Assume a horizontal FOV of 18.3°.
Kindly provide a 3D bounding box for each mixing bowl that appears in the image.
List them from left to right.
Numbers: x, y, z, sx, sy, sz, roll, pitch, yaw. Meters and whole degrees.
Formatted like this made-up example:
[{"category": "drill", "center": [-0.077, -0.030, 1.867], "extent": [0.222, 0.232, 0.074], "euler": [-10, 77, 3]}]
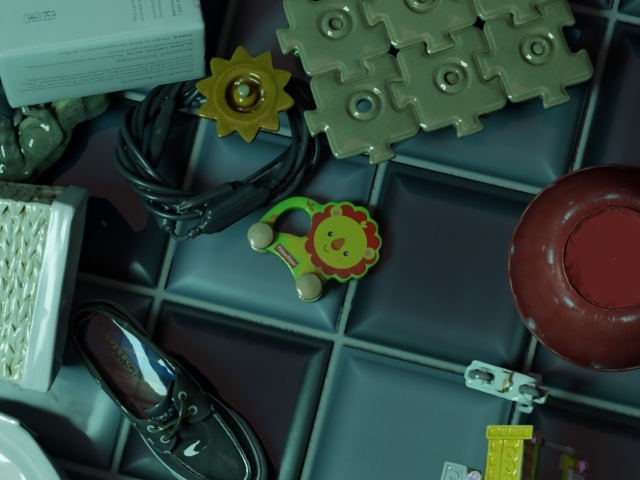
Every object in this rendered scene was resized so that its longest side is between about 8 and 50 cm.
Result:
[{"category": "mixing bowl", "center": [0.248, 0.019, 1.680], "extent": [0.181, 0.098, 0.181], "euler": [-1, 84, 6]}]

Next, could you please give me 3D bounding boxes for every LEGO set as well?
[{"category": "LEGO set", "center": [0.144, 0.253, 1.690], "extent": [0.132, 0.107, 0.287], "euler": [26, 93, 43]}]

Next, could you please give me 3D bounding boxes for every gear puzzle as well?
[{"category": "gear puzzle", "center": [0.058, -0.152, 1.729], "extent": [0.338, 0.044, 0.175], "euler": [-18, 75, -3]}]

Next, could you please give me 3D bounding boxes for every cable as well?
[{"category": "cable", "center": [-0.088, -0.089, 1.753], "extent": [0.184, 0.047, 0.150], "euler": [-34, 68, -10]}]

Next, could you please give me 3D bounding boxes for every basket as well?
[{"category": "basket", "center": [-0.266, 0.034, 1.711], "extent": [0.103, 0.113, 0.167], "euler": [9, 99, -2]}]

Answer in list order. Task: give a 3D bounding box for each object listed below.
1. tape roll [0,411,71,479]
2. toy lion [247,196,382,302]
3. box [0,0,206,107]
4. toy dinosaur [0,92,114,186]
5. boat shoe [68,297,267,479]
[{"category": "tape roll", "center": [-0.339, 0.276, 1.703], "extent": [0.286, 0.100, 0.286], "euler": [-1, 76, 2]}, {"category": "toy lion", "center": [0.000, 0.000, 1.747], "extent": [0.096, 0.034, 0.100], "euler": [-43, 81, -6]}, {"category": "box", "center": [-0.200, -0.229, 1.716], "extent": [0.181, 0.119, 0.181], "euler": [-9, 73, -6]}, {"category": "toy dinosaur", "center": [-0.296, -0.078, 1.774], "extent": [0.118, 0.064, 0.268], "euler": [39, 94, 2]}, {"category": "boat shoe", "center": [-0.137, 0.138, 1.725], "extent": [0.080, 0.076, 0.228], "euler": [-40, 82, 2]}]
